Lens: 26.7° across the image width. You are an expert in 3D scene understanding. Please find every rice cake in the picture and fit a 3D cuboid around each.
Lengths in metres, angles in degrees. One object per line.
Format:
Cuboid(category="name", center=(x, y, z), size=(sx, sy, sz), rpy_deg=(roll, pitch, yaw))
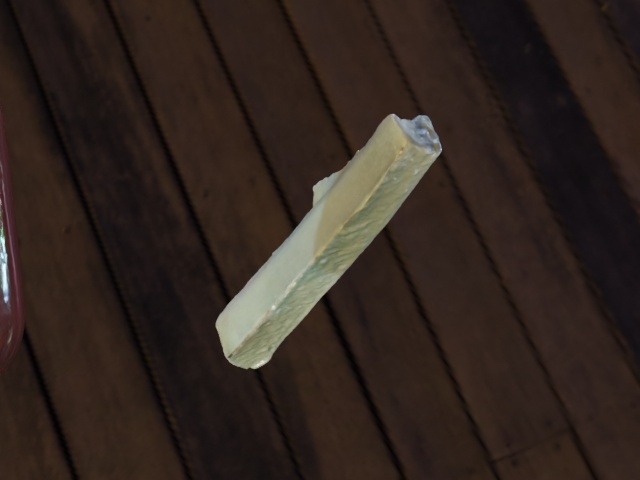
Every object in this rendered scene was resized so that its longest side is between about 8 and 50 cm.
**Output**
Cuboid(category="rice cake", center=(0.000, 0.000, 0.730), size=(0.030, 0.180, 0.042), rpy_deg=(15, 38, -38))

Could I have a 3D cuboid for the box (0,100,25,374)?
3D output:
Cuboid(category="box", center=(-0.418, -0.006, 1.329), size=(0.108, 0.403, 0.263), rpy_deg=(21, 32, 37))
